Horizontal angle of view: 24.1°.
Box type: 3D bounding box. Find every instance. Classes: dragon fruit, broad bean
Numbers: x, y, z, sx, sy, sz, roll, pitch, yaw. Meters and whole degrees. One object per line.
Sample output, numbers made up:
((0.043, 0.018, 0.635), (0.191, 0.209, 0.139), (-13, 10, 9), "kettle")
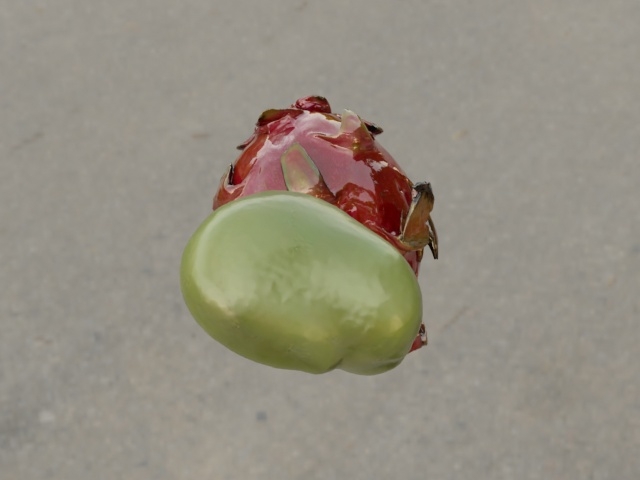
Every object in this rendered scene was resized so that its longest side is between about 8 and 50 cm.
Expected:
((0.000, 0.000, 0.871), (0.133, 0.136, 0.166), (-25, 84, -13), "dragon fruit")
((-0.006, 0.015, 0.497), (0.083, 0.045, 0.063), (19, 63, -13), "broad bean")
